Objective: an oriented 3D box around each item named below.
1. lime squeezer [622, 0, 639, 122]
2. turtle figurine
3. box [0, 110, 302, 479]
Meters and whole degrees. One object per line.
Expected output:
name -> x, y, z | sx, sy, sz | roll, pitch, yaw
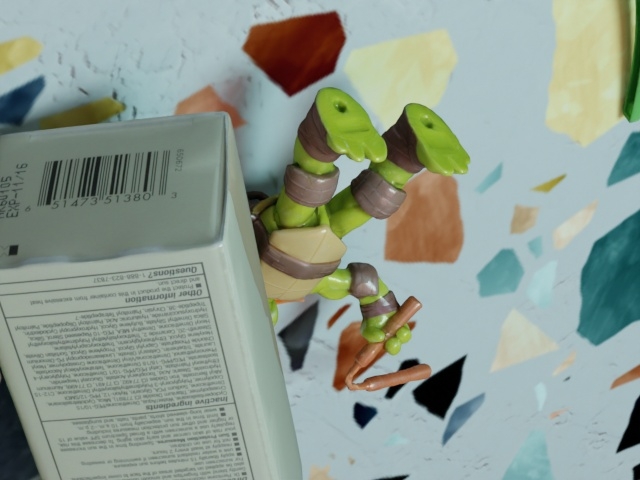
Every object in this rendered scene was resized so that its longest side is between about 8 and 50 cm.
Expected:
lime squeezer -> 0.194, -0.187, 1.204 | 0.110, 0.059, 0.310 | -49, 137, 0
turtle figurine -> 0.000, 0.000, 1.149 | 0.270, 0.087, 0.217 | 19, 130, -27
box -> -0.099, 0.085, 1.072 | 0.148, 0.121, 0.311 | -5, 132, 4
